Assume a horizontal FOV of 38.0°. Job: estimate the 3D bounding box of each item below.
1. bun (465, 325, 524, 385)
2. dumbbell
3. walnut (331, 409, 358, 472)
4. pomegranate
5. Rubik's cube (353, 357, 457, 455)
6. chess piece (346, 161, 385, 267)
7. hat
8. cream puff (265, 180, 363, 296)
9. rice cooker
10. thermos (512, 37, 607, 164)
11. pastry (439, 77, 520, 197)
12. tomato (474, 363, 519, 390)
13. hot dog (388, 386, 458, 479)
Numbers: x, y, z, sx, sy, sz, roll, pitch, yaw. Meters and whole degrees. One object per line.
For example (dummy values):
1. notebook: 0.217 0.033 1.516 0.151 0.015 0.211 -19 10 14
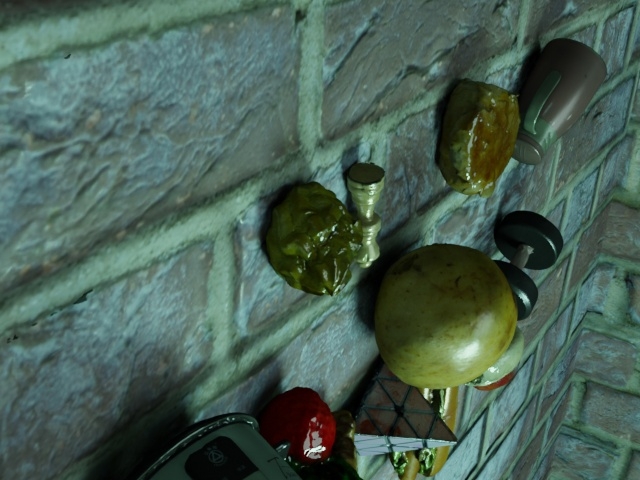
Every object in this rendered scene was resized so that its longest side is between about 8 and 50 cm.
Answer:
1. bun: 0.322 0.236 1.929 0.193 0.178 0.128 -40 141 -51
2. dumbbell: 0.435 0.055 2.067 0.218 0.152 0.152 -55 149 -31
3. walnut: 0.021 0.352 1.490 0.170 0.069 0.143 -102 -163 -65
4. pomegranate: 0.207 0.130 1.575 0.260 0.260 0.260 -41 141 -46
5. Rubik's cube: 0.085 0.346 1.667 0.190 0.211 0.178 -12 145 -39
6. chess piece: 0.067 -0.031 1.407 0.060 0.060 0.172 -45 146 -43
7. hat: -0.013 0.376 1.310 0.274 0.242 0.332 6 84 -47
8. cream puff: 0.000 0.000 1.226 0.146 0.116 0.146 -39 139 -43
9. rice cooker: -0.123 0.330 1.067 0.280 0.227 0.241 -29 149 -35
10. thermos: 0.480 -0.290 1.957 0.265 0.146 0.176 -56 157 -18
11. pastry: 0.287 -0.195 1.680 0.229 0.100 0.218 -43 138 -37
12. tomato: 0.442 0.286 2.285 0.173 0.099 0.189 -25 126 -54
13. hot dog: 0.194 0.346 1.797 0.100 0.135 0.337 -75 170 -59
